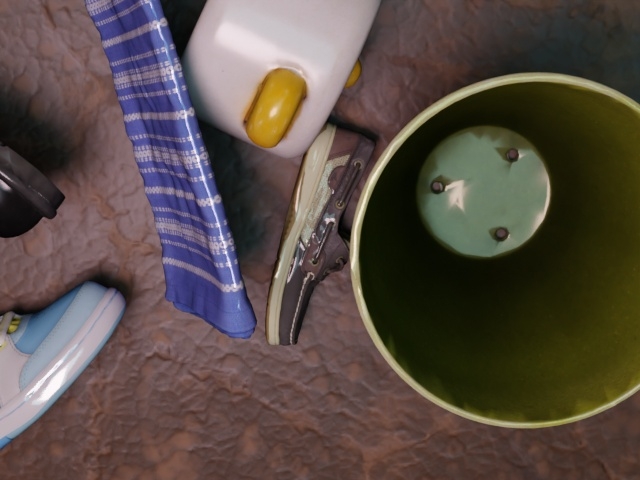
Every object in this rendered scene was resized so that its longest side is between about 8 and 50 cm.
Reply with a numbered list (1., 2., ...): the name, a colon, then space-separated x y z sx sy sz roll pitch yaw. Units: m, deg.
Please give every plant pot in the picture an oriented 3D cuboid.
1. plant pot: 0.157 -0.020 1.078 0.275 0.293 0.275 0 103 -1

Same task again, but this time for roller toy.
1. roller toy: -0.031 -0.175 1.093 0.146 0.209 0.191 25 91 -6

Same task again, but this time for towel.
1. towel: -0.142 -0.083 1.093 0.040 0.243 0.336 -19 101 -16

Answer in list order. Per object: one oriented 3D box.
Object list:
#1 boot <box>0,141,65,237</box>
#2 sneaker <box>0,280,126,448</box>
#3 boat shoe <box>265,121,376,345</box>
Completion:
1. boot: -0.418 0.001 1.103 0.348 0.131 0.260 18 77 19
2. sneaker: -0.357 0.102 1.189 0.319 0.127 0.208 -40 101 7
3. boat shoe: 0.000 -0.001 1.191 0.073 0.080 0.223 13 97 2
